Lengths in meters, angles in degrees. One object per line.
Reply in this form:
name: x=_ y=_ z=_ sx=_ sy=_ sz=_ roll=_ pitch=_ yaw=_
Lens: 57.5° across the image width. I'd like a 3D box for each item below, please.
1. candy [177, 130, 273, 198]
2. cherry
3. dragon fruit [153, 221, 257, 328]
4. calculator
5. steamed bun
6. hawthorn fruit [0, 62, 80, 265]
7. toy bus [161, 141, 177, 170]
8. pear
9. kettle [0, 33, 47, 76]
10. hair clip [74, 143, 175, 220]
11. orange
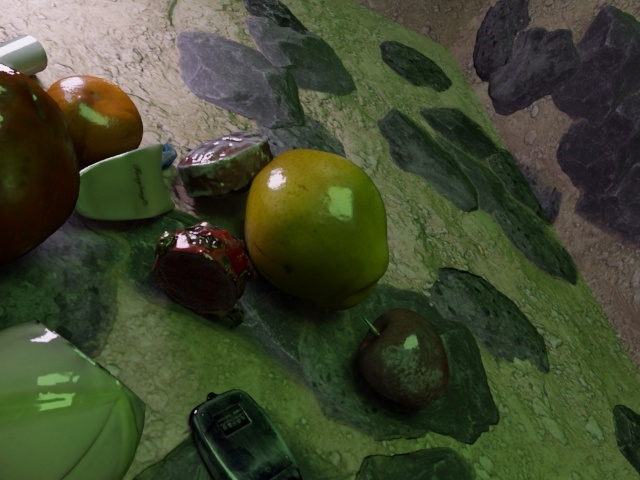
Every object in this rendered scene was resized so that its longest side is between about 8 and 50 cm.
candy: x=-0.246 y=-0.198 z=1.566 sx=0.289 sy=0.214 sz=0.157 roll=-40 pitch=121 yaw=-50
cherry: x=0.202 y=0.283 z=1.445 sx=0.285 sy=0.213 sz=0.236 roll=48 pitch=46 yaw=-3
dragon fruit: x=-0.253 y=0.060 z=1.314 sx=0.282 sy=0.211 sz=0.147 roll=51 pitch=36 yaw=-30
calculator: x=-0.150 y=0.414 z=1.163 sx=0.268 sy=0.040 sz=0.177 roll=49 pitch=36 yaw=19
steamed bun: x=-0.436 y=0.293 z=0.860 sx=0.309 sy=0.309 sz=0.309 roll=23 pitch=40 yaw=-21
hawthorn fruit: x=-0.643 y=-0.166 z=1.052 sx=0.403 sy=0.403 sz=0.402 roll=23 pitch=40 yaw=-21
toy bus: x=-0.440 y=-0.208 z=1.541 sx=0.061 sy=0.051 sz=0.153 roll=49 pitch=36 yaw=-8
pear: x=-0.007 y=-0.031 z=1.470 sx=0.362 sy=0.362 sz=0.418 roll=-18 pitch=68 yaw=-48
kettle: x=-0.787 y=-0.457 z=1.465 sx=0.127 sy=0.098 sz=0.148 roll=41 pitch=40 yaw=-7
hair clip: x=-0.458 y=-0.127 z=1.357 sx=0.282 sy=0.113 sz=0.172 roll=-17 pitch=106 yaw=-38
orange: x=-0.555 y=-0.287 z=1.423 sx=0.240 sy=0.171 sz=0.240 roll=25 pitch=41 yaw=-24
